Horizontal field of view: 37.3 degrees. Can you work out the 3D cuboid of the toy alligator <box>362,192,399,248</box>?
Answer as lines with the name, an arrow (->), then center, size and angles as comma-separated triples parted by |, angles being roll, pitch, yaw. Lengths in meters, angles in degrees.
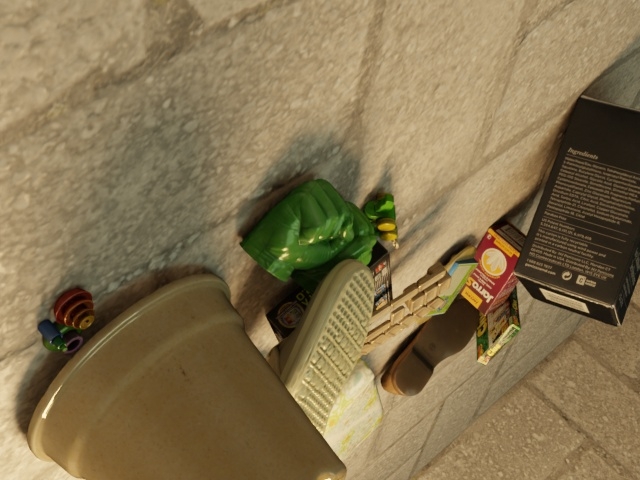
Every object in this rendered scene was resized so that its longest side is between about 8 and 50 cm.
toy alligator -> 0.098, -0.027, 1.537 | 0.051, 0.056, 0.190 | -4, 157, 6

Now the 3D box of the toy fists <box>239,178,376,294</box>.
toy fists -> 0.000, 0.000, 1.346 | 0.142, 0.096, 0.279 | -50, 156, 3

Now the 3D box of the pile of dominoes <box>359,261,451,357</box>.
pile of dominoes -> 0.123, 0.130, 1.712 | 0.251, 0.040, 0.196 | -31, 159, -11

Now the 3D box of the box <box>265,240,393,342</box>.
box -> 0.024, 0.117, 1.600 | 0.216, 0.060, 0.270 | -41, 159, -11

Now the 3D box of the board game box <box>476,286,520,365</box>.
board game box -> 0.416, 0.168, 2.241 | 0.136, 0.030, 0.260 | -56, -169, 30

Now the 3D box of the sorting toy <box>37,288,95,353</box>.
sorting toy -> -0.284, 0.102, 1.079 | 0.061, 0.042, 0.102 | -25, 149, -42

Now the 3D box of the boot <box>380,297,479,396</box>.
boot -> 0.252, 0.246, 2.234 | 0.305, 0.112, 0.115 | -42, -172, -25

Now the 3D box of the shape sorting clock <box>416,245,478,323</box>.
shape sorting clock -> 0.267, 0.094, 2.039 | 0.206, 0.040, 0.206 | -40, 154, -24

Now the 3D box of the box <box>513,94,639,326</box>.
box -> 0.586, -0.052, 1.982 | 0.396, 0.211, 0.293 | -69, 157, -5

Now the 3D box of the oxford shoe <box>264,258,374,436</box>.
oxford shoe -> -0.044, 0.210, 1.416 | 0.169, 0.130, 0.450 | -16, 135, -48

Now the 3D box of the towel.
towel -> -0.004, 0.426, 2.055 | 0.320, 0.090, 0.374 | -45, 158, -13

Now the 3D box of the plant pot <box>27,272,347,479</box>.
plant pot -> -0.147, 0.267, 1.218 | 0.334, 0.305, 0.334 | -40, 161, -17

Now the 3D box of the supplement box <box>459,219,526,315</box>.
supplement box -> 0.394, 0.062, 2.128 | 0.080, 0.104, 0.188 | -21, 146, -46
